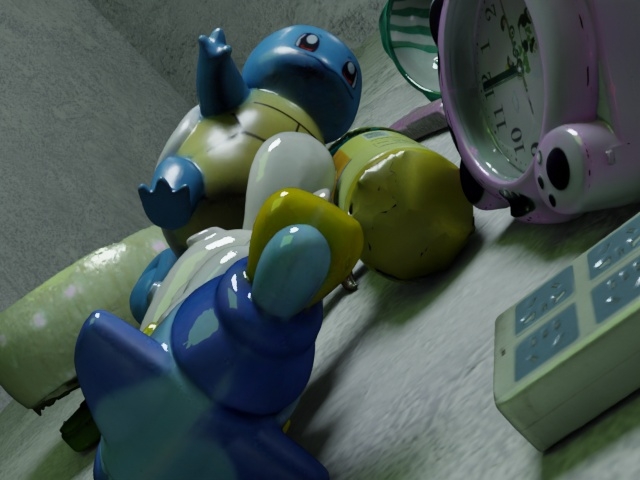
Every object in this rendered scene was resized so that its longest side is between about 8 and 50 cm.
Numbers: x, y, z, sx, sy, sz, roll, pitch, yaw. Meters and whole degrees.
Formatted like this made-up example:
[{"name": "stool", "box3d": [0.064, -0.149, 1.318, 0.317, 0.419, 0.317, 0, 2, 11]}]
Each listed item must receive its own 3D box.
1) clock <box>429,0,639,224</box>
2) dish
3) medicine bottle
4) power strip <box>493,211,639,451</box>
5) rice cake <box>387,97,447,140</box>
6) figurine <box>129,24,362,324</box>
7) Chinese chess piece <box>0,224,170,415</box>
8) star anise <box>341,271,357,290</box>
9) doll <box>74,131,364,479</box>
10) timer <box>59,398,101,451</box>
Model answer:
[{"name": "clock", "box3d": [0.155, -0.124, 0.782, 0.090, 0.227, 0.248, -10, -2, -14]}, {"name": "dish", "box3d": [0.187, -0.311, 1.461, 0.224, 0.246, 0.078, 14, 20, 40]}, {"name": "medicine bottle", "box3d": [0.068, -0.037, 0.999, 0.124, 0.124, 0.239, -43, 11, 5]}, {"name": "power strip", "box3d": [0.231, -0.024, 0.532, 0.367, 0.043, 0.106, -40, 12, 21]}, {"name": "rice cake", "box3d": [0.136, -0.158, 1.440, 0.047, 0.036, 0.207, -37, 8, -18]}, {"name": "figurine", "box3d": [-0.073, -0.060, 1.232, 0.416, 0.298, 0.243, -57, 12, -4]}, {"name": "Chinese chess piece", "box3d": [-0.305, 0.108, 1.535, 0.349, 0.146, 0.349, -31, -2, -1]}, {"name": "star anise", "box3d": [-0.001, 0.002, 1.126, 0.141, 0.141, 0.042, -50, -7, -29]}, {"name": "doll", "box3d": [-0.086, 0.085, 0.836, 0.365, 0.187, 0.376, -161, 79, -83]}, {"name": "timer", "box3d": [-0.321, 0.247, 1.555, 0.128, 0.047, 0.140, -46, 11, -16]}]
